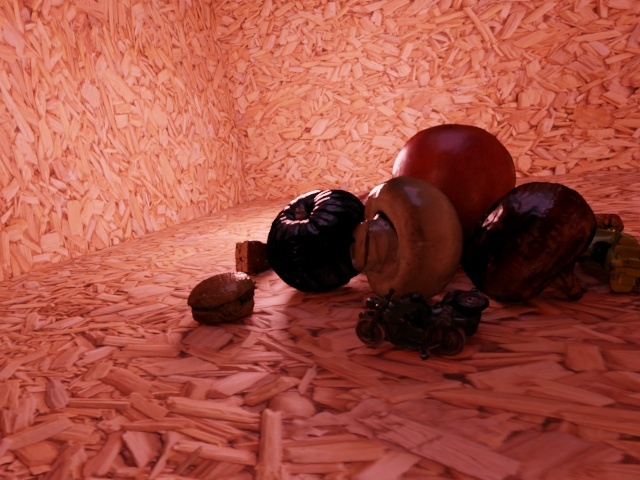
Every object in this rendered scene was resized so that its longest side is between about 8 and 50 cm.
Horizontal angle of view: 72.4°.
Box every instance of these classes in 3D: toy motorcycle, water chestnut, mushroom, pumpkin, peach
[{"bbox_3d":[0.226,0.164,0.970,0.275,0.127,0.205,2,19,27],"label":"toy motorcycle"},{"bbox_3d":[0.536,0.026,1.099,0.302,0.350,0.350,43,34,15],"label":"water chestnut"},{"bbox_3d":[0.217,0.002,1.165,0.261,0.352,0.352,0,10,-16],"label":"mushroom"},{"bbox_3d":[0.760,0.027,1.172,0.206,0.142,0.342,-7,11,15],"label":"toy motorcycle"},{"bbox_3d":[0.000,0.000,1.406,0.364,0.266,0.363,-24,29,14],"label":"pumpkin"},{"bbox_3d":[0.404,-0.166,1.366,0.389,0.388,0.388,-8,13,2],"label":"peach"}]

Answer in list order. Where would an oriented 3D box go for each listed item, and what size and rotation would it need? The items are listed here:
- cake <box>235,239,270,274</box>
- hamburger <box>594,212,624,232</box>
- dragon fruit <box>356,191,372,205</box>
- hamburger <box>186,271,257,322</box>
[{"bbox_3d":[-0.230,0.041,1.772,0.112,0.135,0.246,1,16,39],"label":"cake"},{"bbox_3d":[0.891,-0.039,1.460,0.231,0.106,0.231,-7,5,1],"label":"hamburger"},{"bbox_3d":[0.235,-0.070,1.678,0.387,0.248,0.371,-17,9,12],"label":"dragon fruit"},{"bbox_3d":[-0.302,0.167,1.308,0.215,0.122,0.189,-5,15,24],"label":"hamburger"}]
